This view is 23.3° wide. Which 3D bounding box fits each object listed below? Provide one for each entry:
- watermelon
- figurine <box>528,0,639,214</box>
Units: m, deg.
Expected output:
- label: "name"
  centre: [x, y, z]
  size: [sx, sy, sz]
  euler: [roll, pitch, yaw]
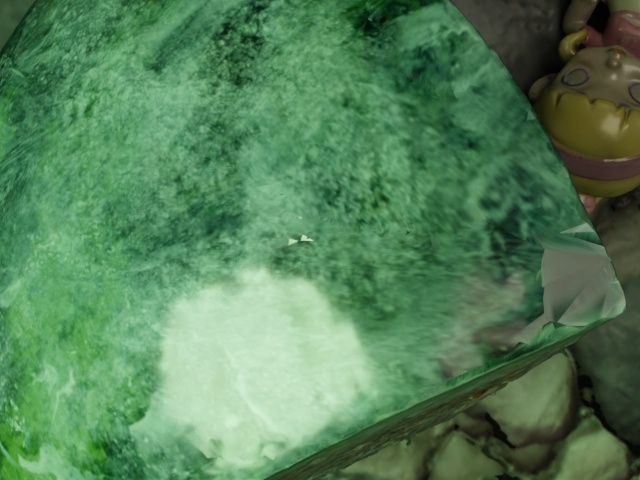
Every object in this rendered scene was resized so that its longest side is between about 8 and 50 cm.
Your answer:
- label: "watermelon"
  centre: [0.000, 0.000, 0.615]
  size: [0.214, 0.290, 0.319]
  euler: [36, 64, -50]
- label: "figurine"
  centre: [0.149, -0.091, 0.739]
  size: [0.083, 0.083, 0.187]
  euler: [29, 70, -21]
